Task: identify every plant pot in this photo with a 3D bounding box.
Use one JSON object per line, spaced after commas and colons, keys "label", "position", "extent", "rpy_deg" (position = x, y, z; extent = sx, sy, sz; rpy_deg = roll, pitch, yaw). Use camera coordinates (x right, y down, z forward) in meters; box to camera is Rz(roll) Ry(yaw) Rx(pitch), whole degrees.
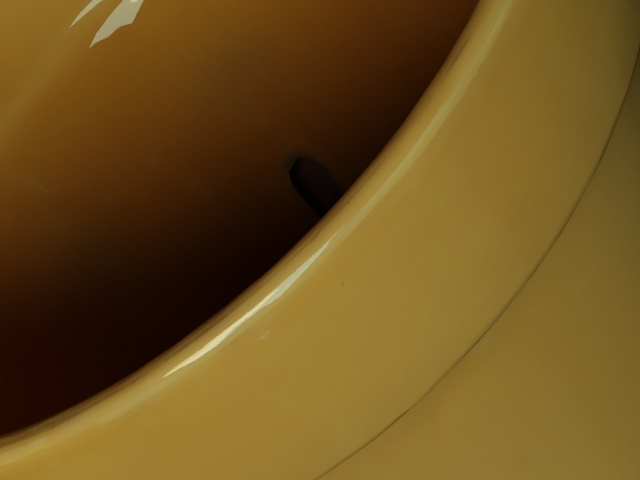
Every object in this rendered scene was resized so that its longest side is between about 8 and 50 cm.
{"label": "plant pot", "position": [0.000, 0.000, 0.589], "extent": [0.291, 0.291, 0.203], "rpy_deg": [-36, 125, 14]}
